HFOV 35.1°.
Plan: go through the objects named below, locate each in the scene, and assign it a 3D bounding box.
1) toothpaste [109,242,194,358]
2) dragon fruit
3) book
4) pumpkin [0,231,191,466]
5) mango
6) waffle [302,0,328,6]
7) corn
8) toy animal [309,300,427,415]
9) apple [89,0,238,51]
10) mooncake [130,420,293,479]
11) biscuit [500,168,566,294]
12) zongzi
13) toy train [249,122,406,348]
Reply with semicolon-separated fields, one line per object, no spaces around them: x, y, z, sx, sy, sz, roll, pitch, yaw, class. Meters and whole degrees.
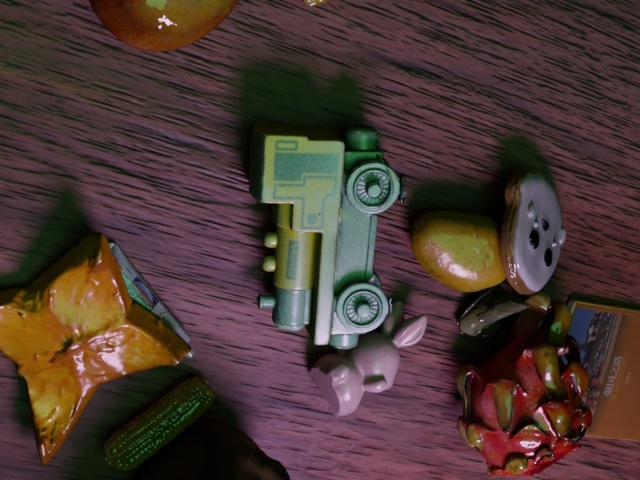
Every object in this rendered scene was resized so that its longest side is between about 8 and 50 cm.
-0.273;0.101;1.580;0.060;0.038;0.233;-42;112;-8;toothpaste
0.369;0.267;1.770;0.243;0.227;0.307;45;88;8;dragon fruit
0.599;0.261;1.956;0.374;0.028;0.262;10;102;-23;book
-0.374;0.158;1.521;0.290;0.095;0.258;-34;112;1;pumpkin
0.236;0.011;1.711;0.195;0.098;0.137;31;97;-19;mango
0.071;-0.471;1.524;0.274;0.057;0.168;-21;113;-13;waffle
-0.259;0.295;1.624;0.207;0.068;0.068;-36;115;-9;corn
0.094;0.203;1.708;0.212;0.124;0.124;-30;114;-17;toy animal
-0.212;-0.373;1.389;0.235;0.173;0.210;-27;109;-21;apple
-0.174;0.456;1.570;0.187;0.324;0.324;39;90;-29;mooncake
0.365;-0.012;1.721;0.181;0.049;0.208;29;65;-47;biscuit
0.294;0.132;1.753;0.055;0.119;0.109;37;91;-30;zongzi
0.000;0.000;1.597;0.237;0.150;0.369;1;105;-12;toy train
